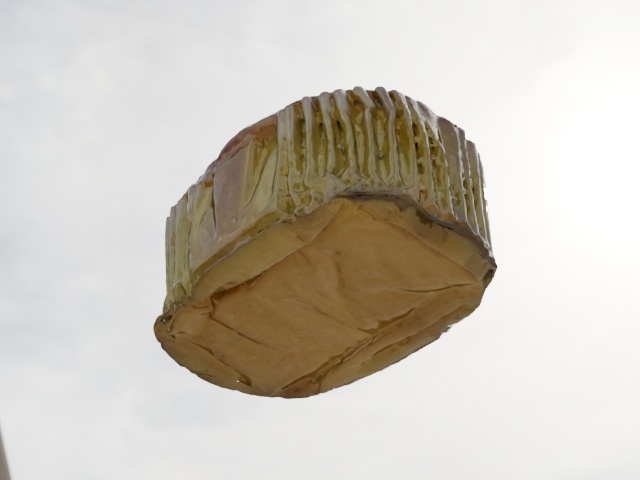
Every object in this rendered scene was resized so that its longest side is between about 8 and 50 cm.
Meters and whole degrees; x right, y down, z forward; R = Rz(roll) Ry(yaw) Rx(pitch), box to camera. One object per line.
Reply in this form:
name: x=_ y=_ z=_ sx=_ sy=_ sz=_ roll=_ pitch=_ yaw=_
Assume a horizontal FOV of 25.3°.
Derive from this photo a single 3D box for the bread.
bread: x=0.000 y=0.000 z=0.748 sx=0.132 sy=0.114 sz=0.190 roll=30 pitch=-50 yaw=-32
